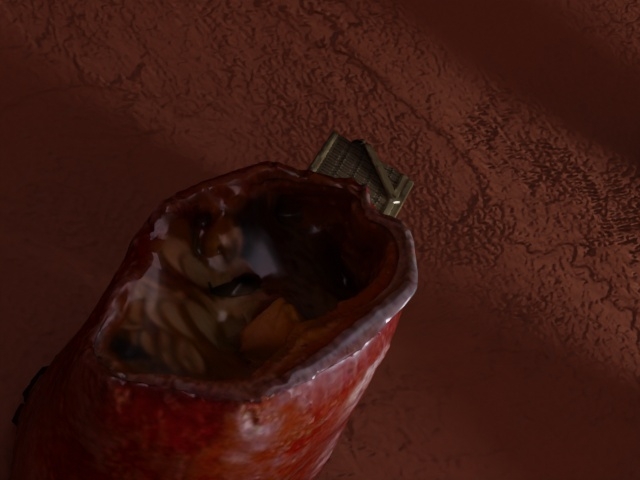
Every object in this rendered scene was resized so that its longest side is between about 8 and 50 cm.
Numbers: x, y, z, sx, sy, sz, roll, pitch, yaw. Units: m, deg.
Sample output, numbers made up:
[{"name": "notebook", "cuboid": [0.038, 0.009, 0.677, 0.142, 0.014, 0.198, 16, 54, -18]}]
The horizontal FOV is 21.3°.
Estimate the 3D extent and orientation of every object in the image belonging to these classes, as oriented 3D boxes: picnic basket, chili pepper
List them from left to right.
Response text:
[{"name": "chili pepper", "cuboid": [-0.086, 0.085, 1.159, 0.251, 0.305, 0.229, -22, 63, -31]}, {"name": "picnic basket", "cuboid": [0.000, 0.000, 1.359, 0.079, 0.115, 0.164, 33, 37, -1]}]
